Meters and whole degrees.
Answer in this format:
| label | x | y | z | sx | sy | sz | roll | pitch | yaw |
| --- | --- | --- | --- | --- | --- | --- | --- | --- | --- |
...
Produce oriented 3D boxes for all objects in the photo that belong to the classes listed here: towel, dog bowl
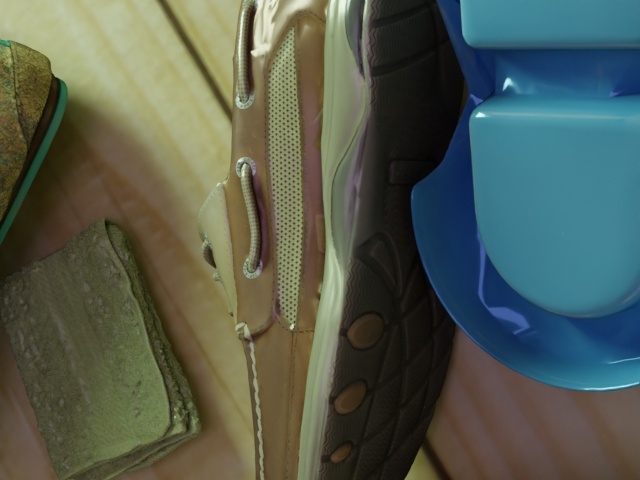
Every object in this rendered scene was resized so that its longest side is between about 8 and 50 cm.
| label | x | y | z | sx | sy | sz | roll | pitch | yaw |
| --- | --- | --- | --- | --- | --- | --- | --- | --- | --- |
| towel | -0.138 | 0.071 | 0.836 | 0.110 | 0.027 | 0.148 | -28 | 80 | 24 |
| dog bowl | 0.126 | -0.081 | 0.642 | 0.166 | 0.074 | 0.297 | 6 | 110 | 38 |

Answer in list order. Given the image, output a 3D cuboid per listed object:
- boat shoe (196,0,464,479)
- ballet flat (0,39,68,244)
| label | x | y | z | sx | sy | sz | roll | pitch | yaw |
| --- | --- | --- | --- | --- | --- | --- | --- | --- | --- |
| boat shoe | 0.000 | 0.000 | 0.727 | 0.116 | 0.123 | 0.324 | 6 | 89 | 33 |
| ballet flat | -0.265 | 0.034 | 0.840 | 0.123 | 0.123 | 0.348 | 26 | 101 | 22 |
